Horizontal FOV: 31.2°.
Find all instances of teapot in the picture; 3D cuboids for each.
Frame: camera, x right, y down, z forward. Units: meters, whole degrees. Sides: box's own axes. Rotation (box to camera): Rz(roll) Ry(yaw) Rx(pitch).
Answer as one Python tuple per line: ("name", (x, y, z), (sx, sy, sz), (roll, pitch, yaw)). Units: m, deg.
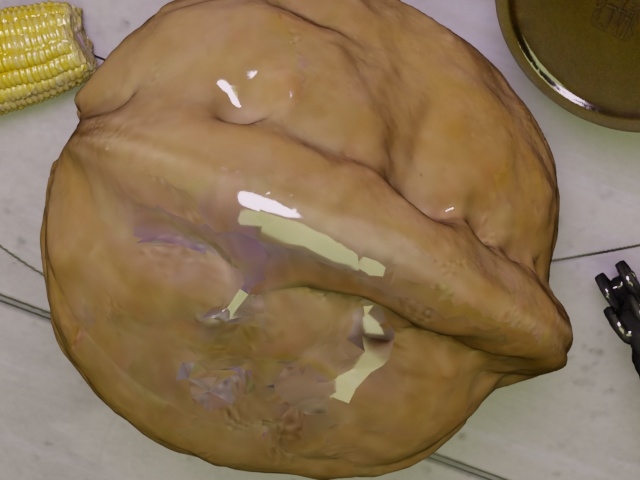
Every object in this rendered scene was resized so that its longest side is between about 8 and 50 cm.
("teapot", (0.239, -0.204, 0.793), (0.185, 0.175, 0.268), (29, 143, 14))

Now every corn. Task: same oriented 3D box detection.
("corn", (-0.266, -0.145, 0.929), (0.165, 0.063, 0.085), (-14, 88, 9))

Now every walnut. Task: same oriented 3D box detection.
("walnut", (-0.009, -0.012, 0.825), (0.383, 0.384, 0.384), (2, 114, 4))

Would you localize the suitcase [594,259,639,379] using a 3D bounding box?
("suitcase", (0.450, 0.145, 0.921), (0.283, 0.194, 0.434), (-35, 108, 19))
